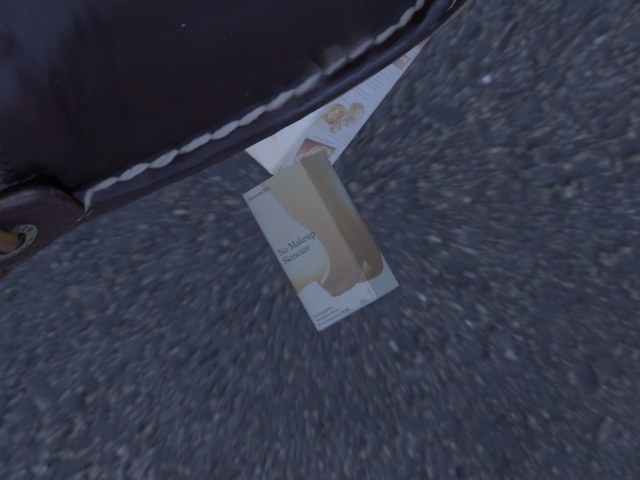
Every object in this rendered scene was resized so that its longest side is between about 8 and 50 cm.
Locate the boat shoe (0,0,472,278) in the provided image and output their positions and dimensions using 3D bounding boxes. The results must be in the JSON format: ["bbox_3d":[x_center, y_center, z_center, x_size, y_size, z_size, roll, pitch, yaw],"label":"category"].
[{"bbox_3d":[-0.114,-0.019,0.438,0.342,0.123,0.123,-16,128,17],"label":"boat shoe"}]

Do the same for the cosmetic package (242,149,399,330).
[{"bbox_3d":[0.000,0.000,1.308,0.060,0.041,0.115,-32,87,30],"label":"cosmetic package"}]

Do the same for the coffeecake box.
[{"bbox_3d":[-0.012,-0.158,1.554,0.142,0.068,0.185,42,98,34],"label":"coffeecake box"}]
